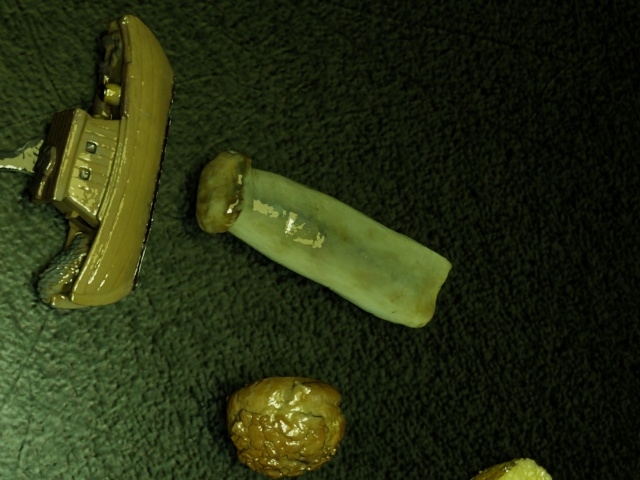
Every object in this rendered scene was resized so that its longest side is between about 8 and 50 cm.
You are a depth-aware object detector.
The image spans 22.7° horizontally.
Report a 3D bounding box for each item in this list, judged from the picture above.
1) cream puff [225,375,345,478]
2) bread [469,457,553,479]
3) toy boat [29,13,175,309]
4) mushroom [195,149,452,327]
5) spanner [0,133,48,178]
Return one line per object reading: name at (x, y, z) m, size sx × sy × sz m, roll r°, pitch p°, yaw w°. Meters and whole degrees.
cream puff at (-0.036, 0.204, 1.715) m, size 0.126 × 0.144 × 0.103 m, roll -9°, pitch 74°, yaw 13°
bread at (0.200, 0.321, 1.827) m, size 0.187 × 0.065 × 0.103 m, roll -34°, pitch 96°, yaw -18°
toy boat at (-0.237, -0.084, 1.686) m, size 0.121 × 0.089 × 0.321 m, roll 15°, pitch 80°, yaw -29°
mushroom at (0.000, 0.000, 1.776) m, size 0.312 × 0.081 × 0.100 m, roll 27°, pitch 80°, yaw -20°
spanner at (-0.396, -0.080, 1.672) m, size 0.254 × 0.015 × 0.054 m, roll -4°, pitch 85°, yaw -20°
